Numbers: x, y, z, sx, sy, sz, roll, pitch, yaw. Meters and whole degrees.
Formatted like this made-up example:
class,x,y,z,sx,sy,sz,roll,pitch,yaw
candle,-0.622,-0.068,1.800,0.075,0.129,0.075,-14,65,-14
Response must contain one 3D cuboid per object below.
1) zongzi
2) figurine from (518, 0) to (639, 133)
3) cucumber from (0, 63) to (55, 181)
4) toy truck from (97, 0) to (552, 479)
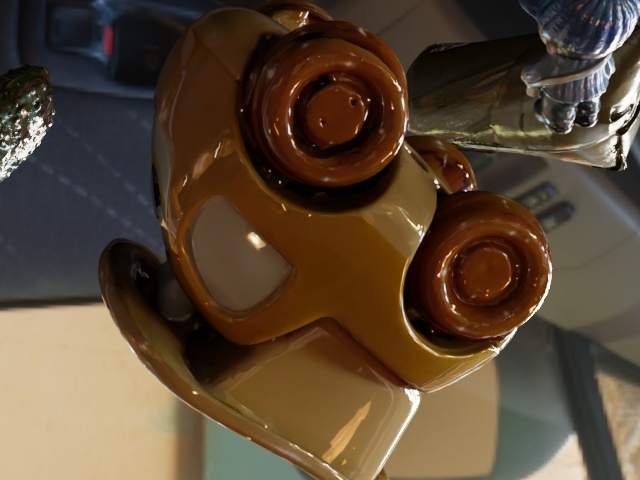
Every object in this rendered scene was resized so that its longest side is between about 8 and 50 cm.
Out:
class,x,y,z,sx,sy,sz,roll,pitch,yaw
zongzi,0.194,-0.166,1.101,0.260,0.122,0.289,9,170,16
figurine,0.179,-0.132,0.771,0.077,0.079,0.136,-14,127,-9
cucumber,-0.388,-0.065,1.153,0.096,0.359,0.096,24,142,20
toy truck,0.000,0.000,0.668,0.288,0.211,0.204,43,-174,-20
